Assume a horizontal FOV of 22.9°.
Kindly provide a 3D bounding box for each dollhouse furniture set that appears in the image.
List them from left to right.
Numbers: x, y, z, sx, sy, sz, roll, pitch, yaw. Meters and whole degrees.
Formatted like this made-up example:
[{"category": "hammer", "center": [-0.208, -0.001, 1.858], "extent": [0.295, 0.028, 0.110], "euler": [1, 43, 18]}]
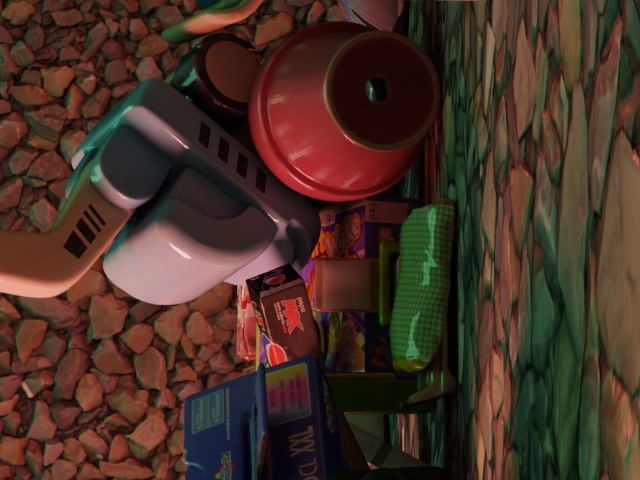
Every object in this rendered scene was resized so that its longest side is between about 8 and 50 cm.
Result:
[{"category": "dollhouse furniture set", "center": [0.049, 0.075, 1.622], "extent": [0.301, 0.151, 0.197], "euler": [101, 169, -81]}]

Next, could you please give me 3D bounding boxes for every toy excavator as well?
[{"category": "toy excavator", "center": [-0.218, -0.034, 1.764], "extent": [0.222, 0.433, 0.445], "euler": [-33, 24, 47]}]

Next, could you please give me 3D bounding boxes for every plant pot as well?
[{"category": "plant pot", "center": [0.039, -0.147, 1.714], "extent": [0.180, 0.201, 0.201], "euler": [169, 102, -72]}]

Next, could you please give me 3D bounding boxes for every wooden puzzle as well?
[{"category": "wooden puzzle", "center": [-0.047, -0.371, 1.803], "extent": [0.348, 0.080, 0.322], "euler": [-48, 13, -8]}]

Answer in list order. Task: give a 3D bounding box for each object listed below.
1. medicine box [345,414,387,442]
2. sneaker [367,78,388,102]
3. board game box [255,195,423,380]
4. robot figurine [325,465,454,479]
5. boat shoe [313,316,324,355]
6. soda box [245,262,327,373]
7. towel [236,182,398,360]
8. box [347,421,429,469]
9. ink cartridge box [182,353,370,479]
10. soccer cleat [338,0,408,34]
[{"category": "medicine box", "center": [0.024, 0.366, 2.459], "extent": [0.289, 0.149, 0.263], "euler": [93, 177, -47]}, {"category": "sneaker", "center": [0.089, -0.183, 2.084], "extent": [0.059, 0.053, 0.144], "euler": [89, -179, -49]}, {"category": "board game box", "center": [0.017, 0.085, 1.960], "extent": [0.347, 0.078, 0.233], "euler": [162, 110, -66]}, {"category": "robot figurine", "center": [0.050, 0.272, 1.060], "extent": [0.209, 0.173, 0.278], "euler": [42, -157, -24]}, {"category": "boat shoe", "center": [-0.025, 0.151, 1.897], "extent": [0.046, 0.038, 0.125], "euler": [-132, 50, -56]}, {"category": "soda box", "center": [-0.035, 0.115, 1.817], "extent": [0.053, 0.060, 0.169], "euler": [-134, 26, -58]}, {"category": "towel", "center": [0.000, 0.000, 2.184], "extent": [0.037, 0.237, 0.329], "euler": [-148, 56, -62]}, {"category": "box", "center": [0.030, 0.258, 1.800], "extent": [0.038, 0.186, 0.145], "euler": [-52, -19, -31]}, {"category": "ink cartridge box", "center": [-0.017, 0.302, 1.515], "extent": [0.270, 0.151, 0.395], "euler": [-97, -16, -56]}, {"category": "soccer cleat", "center": [0.058, -0.339, 2.065], "extent": [0.318, 0.116, 0.108], "euler": [94, 176, -63]}]
